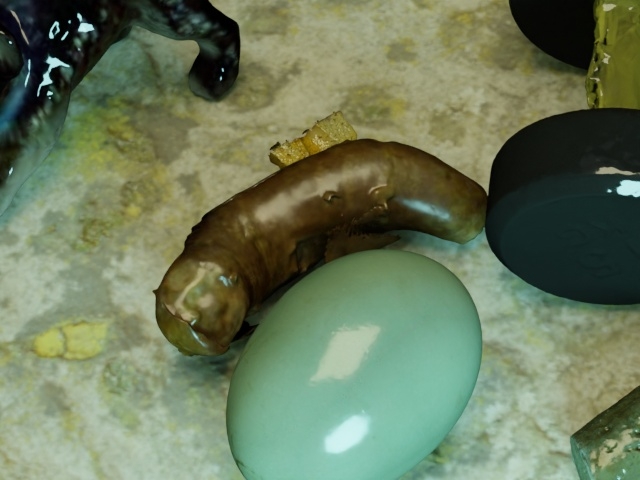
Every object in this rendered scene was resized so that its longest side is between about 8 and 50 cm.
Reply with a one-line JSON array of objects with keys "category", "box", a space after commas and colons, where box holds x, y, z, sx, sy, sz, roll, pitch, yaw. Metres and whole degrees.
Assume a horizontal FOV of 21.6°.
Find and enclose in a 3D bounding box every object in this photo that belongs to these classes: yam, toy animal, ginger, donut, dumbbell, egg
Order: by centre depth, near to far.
[{"category": "egg", "box": [0.025, 0.107, 1.308, 0.168, 0.168, 0.231, 37, 72, 25]}, {"category": "yam", "box": [0.271, 0.142, 1.313, 0.179, 0.078, 0.078, -33, 60, -11]}, {"category": "dumbbell", "box": [0.250, -0.126, 1.407, 0.204, 0.204, 0.322, 4, 59, 9]}, {"category": "ginger", "box": [-0.011, -0.005, 1.422, 0.309, 0.107, 0.133, -30, 45, -16]}, {"category": "toy animal", "box": [-0.267, -0.197, 1.457, 0.344, 0.303, 0.194, -36, 58, -16]}, {"category": "donut", "box": [-0.007, -0.082, 1.491, 0.067, 0.083, 0.038, -44, 77, 15]}]
